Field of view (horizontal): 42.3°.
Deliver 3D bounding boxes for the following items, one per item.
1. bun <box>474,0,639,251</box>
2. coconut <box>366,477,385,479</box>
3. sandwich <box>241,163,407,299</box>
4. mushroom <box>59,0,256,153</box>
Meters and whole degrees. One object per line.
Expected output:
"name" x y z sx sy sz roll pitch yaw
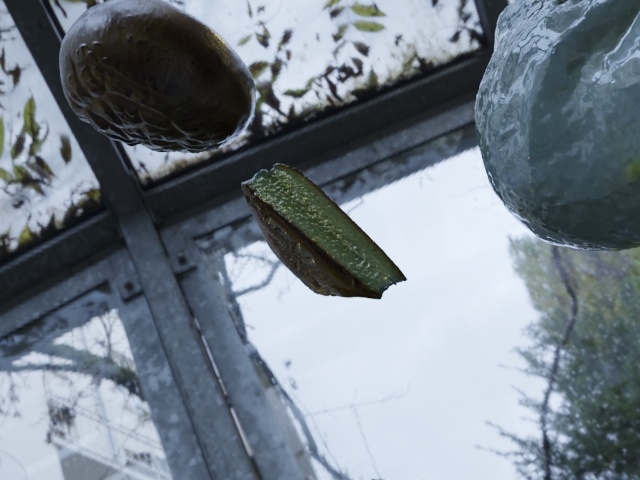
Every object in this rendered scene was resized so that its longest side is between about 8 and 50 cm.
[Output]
"bun" 0.286 -0.162 0.715 0.362 0.362 0.211 -41 -74 8
"coconut" 0.035 0.317 0.891 0.122 0.116 0.116 -12 -46 5
"sandwich" 0.000 0.000 1.171 0.094 0.258 0.096 -39 -15 -27
"mushroom" -0.201 -0.196 1.035 0.253 0.253 0.153 26 -108 -40
